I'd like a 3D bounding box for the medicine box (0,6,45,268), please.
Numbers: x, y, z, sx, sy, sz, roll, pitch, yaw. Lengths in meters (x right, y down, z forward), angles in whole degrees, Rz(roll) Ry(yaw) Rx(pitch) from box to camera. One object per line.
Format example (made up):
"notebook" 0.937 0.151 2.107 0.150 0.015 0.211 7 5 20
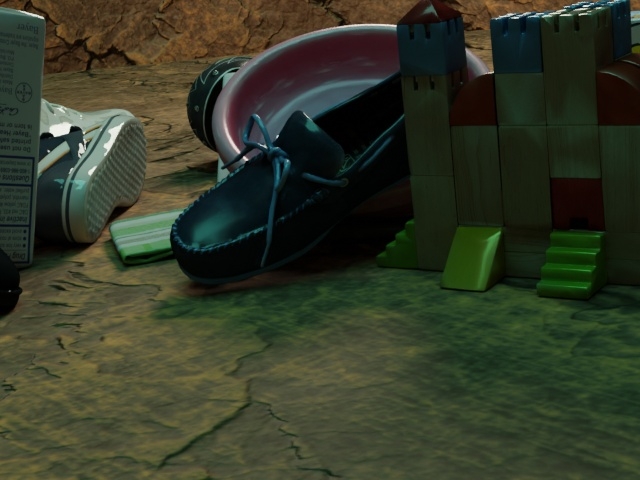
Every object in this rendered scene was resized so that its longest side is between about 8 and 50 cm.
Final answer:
"medicine box" -0.455 -0.121 1.388 0.263 0.289 0.149 7 4 43

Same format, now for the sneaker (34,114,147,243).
"sneaker" -0.312 -0.086 1.547 0.127 0.126 0.321 1 17 7

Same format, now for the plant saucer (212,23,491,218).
"plant saucer" 0.043 -0.130 1.413 0.332 0.084 0.332 -4 42 4

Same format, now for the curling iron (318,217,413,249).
"curling iron" 0.000 0.000 1.279 0.274 0.035 0.068 -4 36 -8

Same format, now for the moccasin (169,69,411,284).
"moccasin" -0.011 -0.088 1.228 0.342 0.117 0.137 -35 54 -19

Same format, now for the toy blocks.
"toy blocks" 0.226 -0.101 1.112 0.381 0.261 0.190 4 18 33

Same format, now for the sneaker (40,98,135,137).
"sneaker" -0.424 -0.202 1.771 0.169 0.258 0.447 2 17 31

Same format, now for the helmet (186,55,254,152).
"helmet" -0.116 -0.198 1.820 0.161 0.169 0.169 12 18 8

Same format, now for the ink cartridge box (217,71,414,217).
"ink cartridge box" 0.037 -0.109 1.503 0.324 0.071 0.330 -5 43 3

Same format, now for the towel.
"towel" -0.181 -0.003 1.395 0.113 0.023 0.152 -12 18 -12

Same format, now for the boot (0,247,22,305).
"boot" -0.372 -0.073 1.202 0.246 0.207 0.094 28 4 2

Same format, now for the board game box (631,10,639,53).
"board game box" 0.465 -0.286 1.935 0.275 0.142 0.144 -1 16 22
